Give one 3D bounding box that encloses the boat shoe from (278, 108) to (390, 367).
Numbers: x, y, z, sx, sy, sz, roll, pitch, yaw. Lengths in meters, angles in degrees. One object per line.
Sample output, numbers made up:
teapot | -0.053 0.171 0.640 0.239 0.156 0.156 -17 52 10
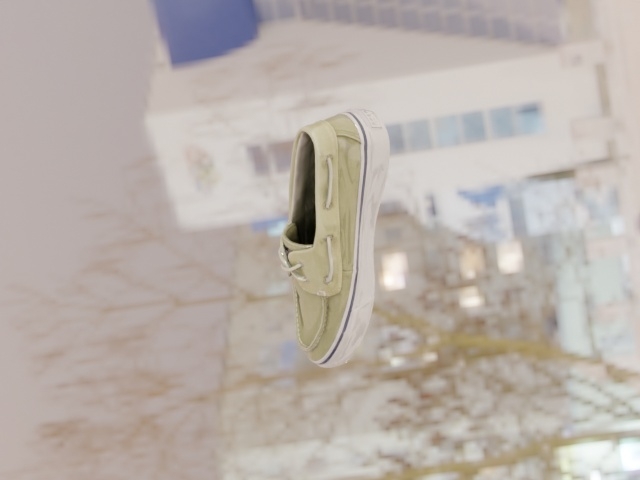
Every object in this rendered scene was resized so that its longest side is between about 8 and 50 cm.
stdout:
boat shoe | 0.000 0.000 1.894 0.109 0.094 0.302 41 132 51
